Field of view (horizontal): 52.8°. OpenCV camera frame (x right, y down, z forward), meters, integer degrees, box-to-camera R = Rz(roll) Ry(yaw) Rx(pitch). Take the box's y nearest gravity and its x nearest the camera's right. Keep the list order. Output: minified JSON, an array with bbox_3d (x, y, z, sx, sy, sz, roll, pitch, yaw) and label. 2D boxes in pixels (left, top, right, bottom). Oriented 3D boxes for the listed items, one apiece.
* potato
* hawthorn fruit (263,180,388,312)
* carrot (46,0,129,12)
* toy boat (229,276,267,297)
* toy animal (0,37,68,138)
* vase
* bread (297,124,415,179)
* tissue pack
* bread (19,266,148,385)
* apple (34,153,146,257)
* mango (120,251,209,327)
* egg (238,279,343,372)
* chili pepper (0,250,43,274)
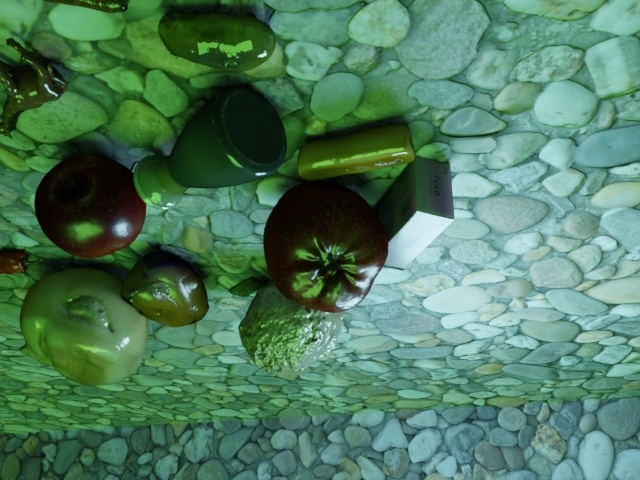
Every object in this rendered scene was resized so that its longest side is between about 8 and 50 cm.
[{"bbox_3d":[-0.167,-0.320,1.037,0.188,0.085,0.105,10,148,-5],"label":"potato"},{"bbox_3d":[0.000,0.000,1.407,0.276,0.299,0.275,-14,133,-16],"label":"hawthorn fruit"},{"bbox_3d":[-0.379,-0.377,0.994,0.165,0.035,0.035,7,150,-5],"label":"carrot"},{"bbox_3d":[-0.215,0.141,1.917,0.063,0.016,0.115,24,143,-35],"label":"toy boat"},{"bbox_3d":[-0.555,-0.264,1.171,0.225,0.066,0.229,-3,155,8],"label":"toy animal"},{"bbox_3d":[-0.229,-0.158,1.253,0.173,0.173,0.321,27,146,-37],"label":"vase"},{"bbox_3d":[0.067,-0.177,1.285,0.240,0.073,0.092,-8,165,19],"label":"bread"},{"bbox_3d":[0.195,-0.052,1.426,0.093,0.148,0.246,13,149,-16],"label":"tissue pack"},{"bbox_3d":[-0.671,0.247,1.875,0.348,0.252,0.376,21,147,-2],"label":"bread"},{"bbox_3d":[-0.477,-0.071,1.350,0.218,0.218,0.201,-8,151,16],"label":"apple"},{"bbox_3d":[-0.420,0.142,1.790,0.202,0.152,0.287,-3,150,15],"label":"mango"},{"bbox_3d":[-0.078,0.225,1.806,0.310,0.279,0.279,-46,133,13],"label":"egg"},{"bbox_3d":[-0.884,0.063,1.769,0.273,0.063,0.071,-2,138,12],"label":"chili pepper"}]
